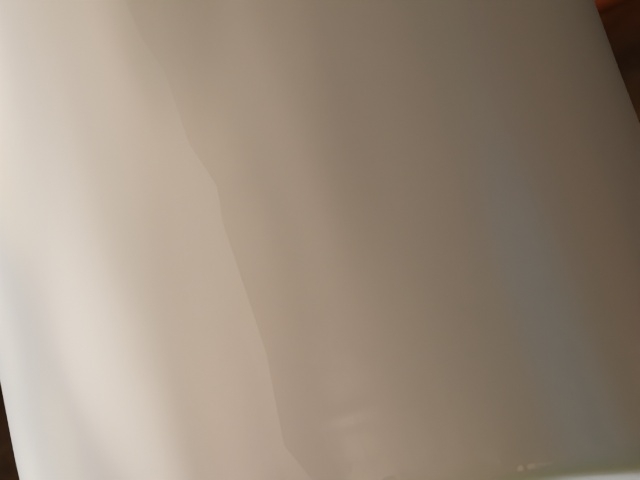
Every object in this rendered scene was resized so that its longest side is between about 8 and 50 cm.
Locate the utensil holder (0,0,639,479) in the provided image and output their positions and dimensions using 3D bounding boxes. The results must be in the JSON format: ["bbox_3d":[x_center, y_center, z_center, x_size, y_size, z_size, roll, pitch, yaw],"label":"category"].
[{"bbox_3d":[0.000,0.000,0.850,0.328,0.327,0.385,-23,-118,13],"label":"utensil holder"}]
